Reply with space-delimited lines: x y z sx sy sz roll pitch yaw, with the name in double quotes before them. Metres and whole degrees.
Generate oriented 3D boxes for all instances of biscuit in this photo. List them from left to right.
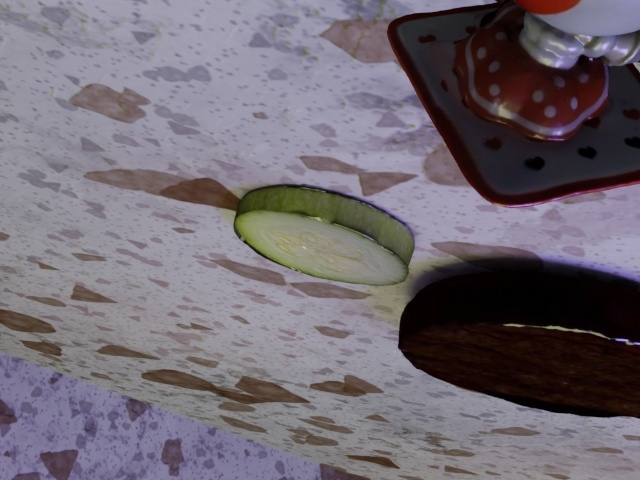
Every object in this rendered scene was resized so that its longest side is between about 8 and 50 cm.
"biscuit" 0.302 0.136 1.389 0.408 0.091 0.407 11 161 4

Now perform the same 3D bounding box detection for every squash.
"squash" 0.002 -0.005 1.274 0.219 0.041 0.219 15 161 5

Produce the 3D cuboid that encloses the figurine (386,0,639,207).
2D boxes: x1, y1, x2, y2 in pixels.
"figurine" 0.152 -0.168 0.625 0.160 0.183 0.226 -12 142 -16
